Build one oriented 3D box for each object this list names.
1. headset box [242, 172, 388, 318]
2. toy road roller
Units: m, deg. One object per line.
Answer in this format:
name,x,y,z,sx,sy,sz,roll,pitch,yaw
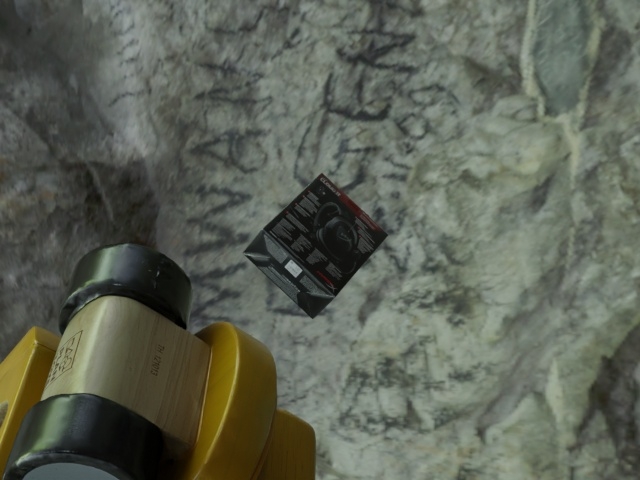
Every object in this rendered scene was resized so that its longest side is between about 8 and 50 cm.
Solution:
headset box,0.000,0.000,0.628,0.062,0.032,0.083,43,-136,0
toy road roller,-0.151,0.189,0.743,0.240,0.329,0.203,35,-147,-23
